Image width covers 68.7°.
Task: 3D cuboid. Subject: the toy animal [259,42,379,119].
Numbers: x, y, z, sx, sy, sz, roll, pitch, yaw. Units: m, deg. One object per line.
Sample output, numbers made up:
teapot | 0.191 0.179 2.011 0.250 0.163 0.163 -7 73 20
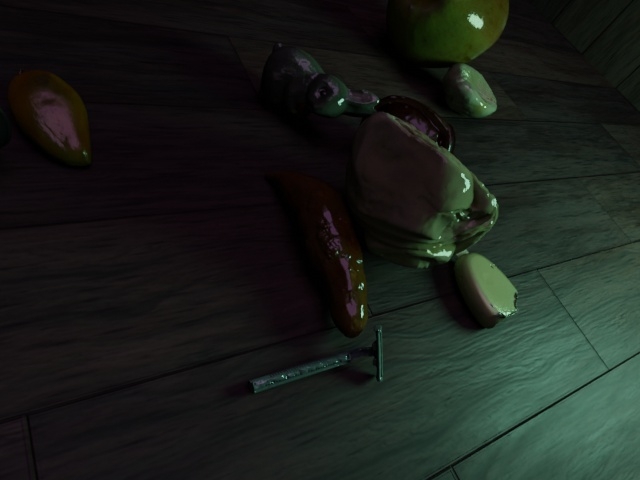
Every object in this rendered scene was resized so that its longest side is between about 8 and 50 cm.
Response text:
toy animal | -0.005 -0.305 0.959 0.251 0.127 0.125 25 72 22

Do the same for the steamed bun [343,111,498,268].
steamed bun | 0.157 -0.068 0.836 0.276 0.203 0.289 41 11 13

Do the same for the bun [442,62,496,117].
bun | 0.416 -0.413 1.340 0.183 0.102 0.183 23 47 -28

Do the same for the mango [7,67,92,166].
mango | -0.411 -0.191 0.718 0.101 0.066 0.188 -23 77 -39

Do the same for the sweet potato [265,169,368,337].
sweet potato | 0.011 -0.010 0.785 0.106 0.095 0.355 -29 61 5

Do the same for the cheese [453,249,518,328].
cheese | 0.300 0.049 0.937 0.127 0.050 0.256 -11 61 -35

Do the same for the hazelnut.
hazelnut | 0.187 -0.211 0.993 0.160 0.170 0.201 -16 40 -36

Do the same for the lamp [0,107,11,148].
lamp | -0.489 -0.080 0.545 0.172 0.147 0.228 37 49 -32

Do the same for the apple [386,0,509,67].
apple | 0.351 -0.673 1.342 0.305 0.338 0.339 -2 55 -47

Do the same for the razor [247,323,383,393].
razor | -0.002 0.180 0.668 0.211 0.036 0.084 -7 101 -24
